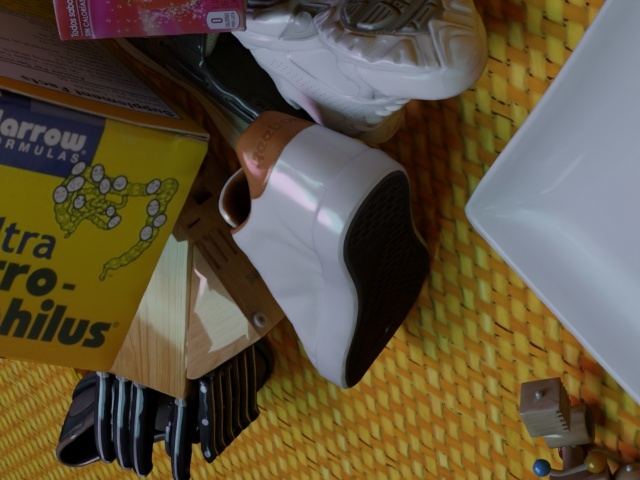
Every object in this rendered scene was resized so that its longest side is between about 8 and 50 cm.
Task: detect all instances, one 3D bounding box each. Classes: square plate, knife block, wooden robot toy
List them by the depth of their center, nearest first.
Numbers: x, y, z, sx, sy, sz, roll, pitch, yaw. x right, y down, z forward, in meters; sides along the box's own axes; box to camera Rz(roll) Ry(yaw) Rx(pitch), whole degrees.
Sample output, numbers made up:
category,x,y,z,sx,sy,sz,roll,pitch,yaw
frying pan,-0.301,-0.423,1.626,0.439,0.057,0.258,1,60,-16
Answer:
category,x,y,z,sx,sy,sz,roll,pitch,yaw
square plate,0.257,0.020,0.962,0.344,0.049,0.347,48,151,11
wooden robot toy,0.196,0.158,1.214,0.079,0.076,0.173,-13,116,21
knife block,-0.142,0.056,1.455,0.242,0.088,0.276,-32,95,36

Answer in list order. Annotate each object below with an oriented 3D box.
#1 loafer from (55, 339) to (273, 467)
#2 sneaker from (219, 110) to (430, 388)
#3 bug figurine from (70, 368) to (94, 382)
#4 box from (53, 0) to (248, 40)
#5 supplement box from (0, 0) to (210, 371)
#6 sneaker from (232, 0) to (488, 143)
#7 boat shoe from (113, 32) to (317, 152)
category,x,y,z,sx,sy,sz,roll,pitch,yaw
loafer,-0.144,0.150,1.602,0.096,0.084,0.267,44,140,-19
sneaker,0.000,0.000,1.226,0.123,0.106,0.290,32,157,19
bug figurine,-0.261,0.006,1.687,0.216,0.072,0.279,33,151,43
box,-0.110,-0.256,1.069,0.257,0.122,0.128,87,-179,-47
supplement box,-0.270,-0.083,1.316,0.356,0.194,0.195,43,115,48
sneaker,0.037,-0.111,1.119,0.232,0.090,0.115,24,148,56
boat shoe,-0.075,-0.140,1.251,0.223,0.080,0.073,46,146,1
